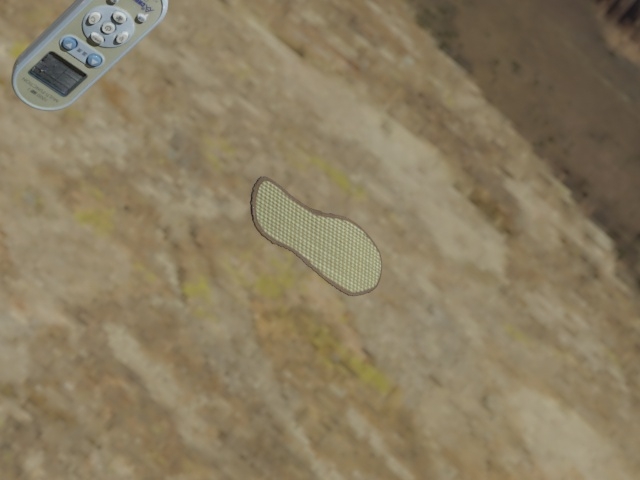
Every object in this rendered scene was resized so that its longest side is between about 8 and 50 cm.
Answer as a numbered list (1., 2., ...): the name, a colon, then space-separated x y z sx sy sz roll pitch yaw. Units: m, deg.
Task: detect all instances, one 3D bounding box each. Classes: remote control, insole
1. remote control: -0.274 -0.240 1.853 0.087 0.244 0.047 32 35 -33
2. insole: 0.000 0.000 1.687 0.253 0.005 0.086 29 60 -50
